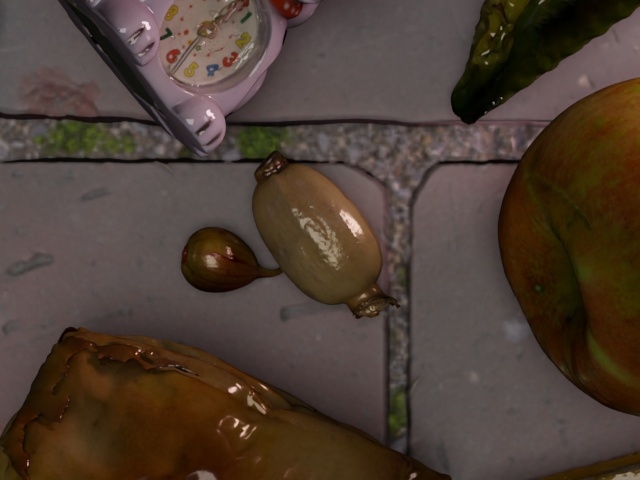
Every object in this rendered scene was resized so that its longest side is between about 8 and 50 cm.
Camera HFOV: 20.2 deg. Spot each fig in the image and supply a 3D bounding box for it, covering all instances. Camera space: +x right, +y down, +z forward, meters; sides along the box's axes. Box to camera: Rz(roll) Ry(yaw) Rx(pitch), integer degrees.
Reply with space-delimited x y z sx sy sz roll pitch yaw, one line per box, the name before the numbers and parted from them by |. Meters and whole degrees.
fig | -0.063 0.016 1.348 0.083 0.050 0.050 4 92 -17

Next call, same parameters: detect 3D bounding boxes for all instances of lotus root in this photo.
lotus root | 0.000 0.000 1.332 0.073 0.062 0.150 -37 87 -1

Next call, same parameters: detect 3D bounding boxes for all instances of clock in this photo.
clock | -0.051 -0.204 1.290 0.254 0.189 0.189 -37 89 -4

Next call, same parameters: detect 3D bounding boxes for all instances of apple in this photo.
apple | 0.259 0.002 1.262 0.226 0.246 0.246 -16 90 -16

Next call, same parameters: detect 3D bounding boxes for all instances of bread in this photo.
bread | -0.074 0.205 1.243 0.325 0.167 0.277 27 63 -5

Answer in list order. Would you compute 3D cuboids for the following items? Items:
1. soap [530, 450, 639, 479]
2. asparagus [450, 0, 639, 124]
soap | 0.251 0.236 1.316 0.258 0.080 0.160 -14 92 3
asparagus | 0.230 -0.234 1.291 0.382 0.128 0.108 -36 53 4
